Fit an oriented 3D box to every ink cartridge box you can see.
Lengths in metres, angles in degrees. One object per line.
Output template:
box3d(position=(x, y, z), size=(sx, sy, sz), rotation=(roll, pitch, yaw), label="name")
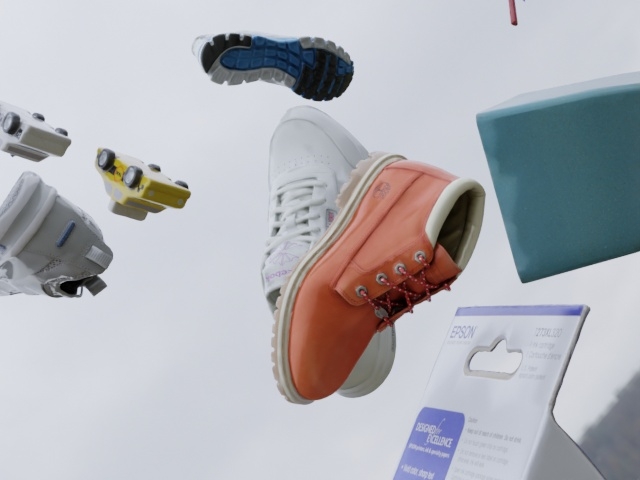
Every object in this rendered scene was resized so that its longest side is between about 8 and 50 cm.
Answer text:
box3d(position=(0.064, 0.215, 0.754), size=(0.371, 0.069, 0.176), rotation=(-70, 15, -9), label="ink cartridge box")

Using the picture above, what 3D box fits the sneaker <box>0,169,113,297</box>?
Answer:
box3d(position=(-0.253, 0.022, 1.259), size=(0.105, 0.115, 0.281), rotation=(-56, 7, -12), label="sneaker")

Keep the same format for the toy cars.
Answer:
box3d(position=(-0.379, -0.118, 2.126), size=(0.176, 0.393, 0.087), rotation=(-9, -58, -79), label="toy cars")

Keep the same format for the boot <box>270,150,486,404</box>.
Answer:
box3d(position=(0.032, 0.024, 0.757), size=(0.059, 0.084, 0.158), rotation=(40, -108, -44), label="boot")

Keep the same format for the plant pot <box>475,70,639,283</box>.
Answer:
box3d(position=(0.298, -0.077, 1.286), size=(0.234, 0.165, 0.165), rotation=(-13, 7, 25), label="plant pot")

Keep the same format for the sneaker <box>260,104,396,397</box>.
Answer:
box3d(position=(0.000, 0.000, 1.360), size=(0.114, 0.305, 0.152), rotation=(-19, -18, 23), label="sneaker")

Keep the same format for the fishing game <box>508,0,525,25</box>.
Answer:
box3d(position=(0.306, -0.349, 1.497), size=(0.041, 0.189, 0.264), rotation=(26, -43, -35), label="fishing game")

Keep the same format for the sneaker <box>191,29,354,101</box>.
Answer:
box3d(position=(-0.054, -0.203, 1.507), size=(0.190, 0.083, 0.071), rotation=(8, -75, -27), label="sneaker")
